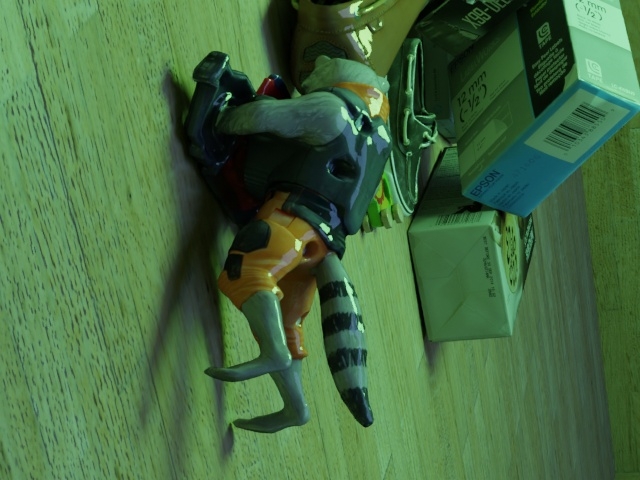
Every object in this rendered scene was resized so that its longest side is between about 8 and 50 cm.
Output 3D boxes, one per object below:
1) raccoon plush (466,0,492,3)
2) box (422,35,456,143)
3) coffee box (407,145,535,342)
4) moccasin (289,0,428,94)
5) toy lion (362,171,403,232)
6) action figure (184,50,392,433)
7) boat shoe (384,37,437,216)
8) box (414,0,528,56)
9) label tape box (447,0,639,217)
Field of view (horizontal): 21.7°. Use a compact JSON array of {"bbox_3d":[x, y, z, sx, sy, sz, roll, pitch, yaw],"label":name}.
[{"bbox_3d":[0.137,-0.534,2.010,0.299,0.216,0.446,-72,159,-62],"label":"raccoon plush"},{"bbox_3d":[0.184,-0.225,2.392,0.186,0.038,0.145,24,63,-74],"label":"box"},{"bbox_3d":[0.213,-0.005,2.292,0.297,0.119,0.168,-61,143,-62],"label":"coffee box"},{"bbox_3d":[0.044,-0.298,1.745,0.380,0.139,0.147,-60,154,-48],"label":"moccasin"},{"bbox_3d":[0.064,-0.061,1.938,0.100,0.034,0.096,-22,100,-74],"label":"toy lion"},{"bbox_3d":[0.000,0.000,1.430,0.341,0.179,0.330,50,49,-62],"label":"action figure"},{"bbox_3d":[0.103,-0.134,2.013,0.078,0.070,0.219,-46,131,-69],"label":"boat shoe"},{"bbox_3d":[0.257,-0.416,2.173,0.076,0.242,0.307,33,56,-16],"label":"box"},{"bbox_3d":[0.277,-0.242,2.180,0.115,0.249,0.347,17,47,-26],"label":"label tape box"}]
